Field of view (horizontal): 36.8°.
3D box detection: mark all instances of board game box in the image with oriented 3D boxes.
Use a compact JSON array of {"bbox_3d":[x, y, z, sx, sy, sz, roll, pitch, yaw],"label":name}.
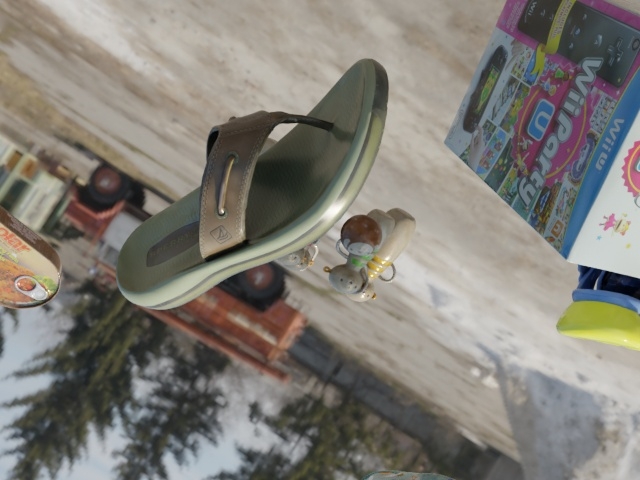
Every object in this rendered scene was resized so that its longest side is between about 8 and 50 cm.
[{"bbox_3d":[0.260,-0.134,0.970,0.098,0.224,0.303,12,-158,-23],"label":"board game box"}]

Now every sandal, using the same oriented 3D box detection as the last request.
[{"bbox_3d":[0.379,0.060,1.157,0.126,0.138,0.317,8,177,26],"label":"sandal"},{"bbox_3d":[-0.069,-0.038,0.747,0.086,0.303,0.120,37,-147,-35],"label":"sandal"}]

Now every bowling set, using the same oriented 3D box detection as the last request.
[{"bbox_3d":[0.000,0.000,1.301,0.287,0.154,0.200,28,-166,-13],"label":"bowling set"}]

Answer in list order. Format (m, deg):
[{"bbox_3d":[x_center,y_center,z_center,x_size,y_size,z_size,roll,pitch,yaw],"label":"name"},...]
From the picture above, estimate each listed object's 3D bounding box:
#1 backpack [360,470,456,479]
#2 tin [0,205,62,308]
[{"bbox_3d":[0.099,0.303,0.973,0.182,0.152,0.115,-11,112,56],"label":"backpack"},{"bbox_3d":[-0.404,0.013,1.190,0.189,0.106,0.040,46,-153,-34],"label":"tin"}]
